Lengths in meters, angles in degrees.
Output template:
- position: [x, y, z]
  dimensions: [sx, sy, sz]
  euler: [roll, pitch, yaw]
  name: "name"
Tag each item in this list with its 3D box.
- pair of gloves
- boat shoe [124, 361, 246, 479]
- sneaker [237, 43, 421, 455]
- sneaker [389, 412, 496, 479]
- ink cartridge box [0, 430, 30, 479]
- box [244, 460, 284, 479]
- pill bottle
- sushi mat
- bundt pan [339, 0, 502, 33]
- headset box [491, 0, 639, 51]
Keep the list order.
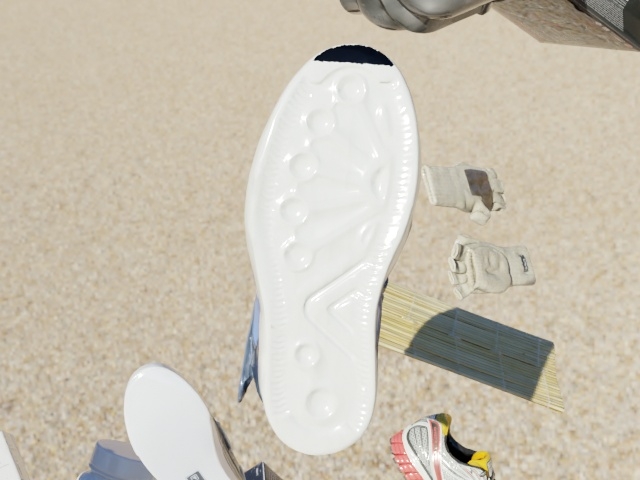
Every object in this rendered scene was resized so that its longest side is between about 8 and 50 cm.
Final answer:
- position: [0.264, -0.022, 1.572]
  dimensions: [0.204, 0.240, 0.042]
  euler: [-8, -14, -44]
  name: "pair of gloves"
- position: [-0.171, 0.281, 1.247]
  dimensions: [0.108, 0.301, 0.102]
  euler: [-29, 21, -1]
  name: "boat shoe"
- position: [0.000, 0.000, 0.791]
  dimensions: [0.130, 0.323, 0.236]
  euler: [4, 9, -4]
  name: "sneaker"
- position: [0.183, 0.310, 1.123]
  dimensions: [0.092, 0.225, 0.088]
  euler: [-39, -4, 14]
  name: "sneaker"
- position: [-0.507, 0.420, 1.491]
  dimensions: [0.086, 0.203, 0.148]
  euler: [-23, -8, -17]
  name: "ink cartridge box"
- position: [-0.139, 0.650, 1.860]
  dimensions: [0.296, 0.294, 0.183]
  euler: [-33, 29, 14]
  name: "box"
- position: [-0.419, 0.546, 1.807]
  dimensions: [0.160, 0.283, 0.160]
  euler: [18, -2, 1]
  name: "pill bottle"
- position: [0.191, 0.139, 1.296]
  dimensions: [0.316, 0.019, 0.151]
  euler: [21, 35, -4]
  name: "sushi mat"
- position: [0.066, -0.361, 0.968]
  dimensions: [0.124, 0.331, 0.331]
  euler: [-36, 32, -22]
  name: "bundt pan"
- position: [0.314, -0.366, 1.279]
  dimensions: [0.218, 0.110, 0.293]
  euler: [28, 4, -24]
  name: "headset box"
